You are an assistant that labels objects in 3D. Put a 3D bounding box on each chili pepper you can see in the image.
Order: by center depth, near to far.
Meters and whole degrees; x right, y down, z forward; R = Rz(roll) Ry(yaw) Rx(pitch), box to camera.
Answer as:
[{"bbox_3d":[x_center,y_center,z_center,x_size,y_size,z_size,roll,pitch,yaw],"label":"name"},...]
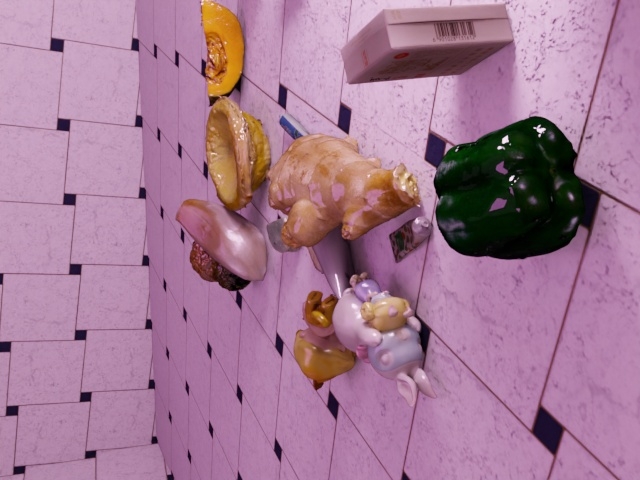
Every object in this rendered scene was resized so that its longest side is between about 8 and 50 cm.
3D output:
[{"bbox_3d":[0.229,-0.052,0.971,0.261,0.165,0.174,-25,85,67],"label":"chili pepper"}]

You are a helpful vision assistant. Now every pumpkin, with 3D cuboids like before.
[{"bbox_3d":[-0.268,-0.512,2.041,0.163,0.111,0.278,-131,37,-76],"label":"pumpkin"}]

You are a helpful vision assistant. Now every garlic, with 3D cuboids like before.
[{"bbox_3d":[-0.258,-0.018,2.004,0.318,0.143,0.112,37,169,22],"label":"garlic"}]

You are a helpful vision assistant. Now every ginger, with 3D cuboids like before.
[{"bbox_3d":[0.015,-0.092,1.374,0.166,0.236,0.375,60,171,-21],"label":"ginger"}]

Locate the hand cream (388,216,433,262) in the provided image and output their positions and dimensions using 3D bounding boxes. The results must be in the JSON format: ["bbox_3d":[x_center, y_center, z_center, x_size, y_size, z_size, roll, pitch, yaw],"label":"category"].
[{"bbox_3d":[0.155,-0.005,1.308,0.165,0.037,0.057,135,125,-67],"label":"hand cream"}]

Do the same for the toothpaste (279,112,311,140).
[{"bbox_3d":[-0.053,-0.248,1.693,0.197,0.035,0.057,50,156,48],"label":"toothpaste"}]

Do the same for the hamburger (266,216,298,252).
[{"bbox_3d":[-0.084,-0.011,1.805,0.121,0.054,0.084,-23,74,58],"label":"hamburger"}]

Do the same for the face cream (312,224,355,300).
[{"bbox_3d":[0.021,0.020,1.521,0.143,0.089,0.314,45,-153,-65],"label":"face cream"}]

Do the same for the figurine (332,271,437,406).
[{"bbox_3d":[0.125,0.173,1.316,0.235,0.127,0.155,40,123,49],"label":"figurine"}]

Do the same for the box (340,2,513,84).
[{"bbox_3d":[0.147,-0.274,1.036,0.141,0.201,0.058,159,99,-67],"label":"box"}]

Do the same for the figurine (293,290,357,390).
[{"bbox_3d":[0.006,0.211,1.552,0.156,0.131,0.246,14,134,24],"label":"figurine"}]

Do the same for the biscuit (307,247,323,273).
[{"bbox_3d":[0.000,0.000,1.656,0.152,0.020,0.152,173,90,-65],"label":"biscuit"}]

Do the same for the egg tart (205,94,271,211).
[{"bbox_3d":[-0.211,-0.227,1.948,0.315,0.120,0.315,171,90,-66],"label":"egg tart"}]

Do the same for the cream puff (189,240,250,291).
[{"bbox_3d":[-0.261,0.066,2.096,0.169,0.183,0.183,50,142,31],"label":"cream puff"}]
